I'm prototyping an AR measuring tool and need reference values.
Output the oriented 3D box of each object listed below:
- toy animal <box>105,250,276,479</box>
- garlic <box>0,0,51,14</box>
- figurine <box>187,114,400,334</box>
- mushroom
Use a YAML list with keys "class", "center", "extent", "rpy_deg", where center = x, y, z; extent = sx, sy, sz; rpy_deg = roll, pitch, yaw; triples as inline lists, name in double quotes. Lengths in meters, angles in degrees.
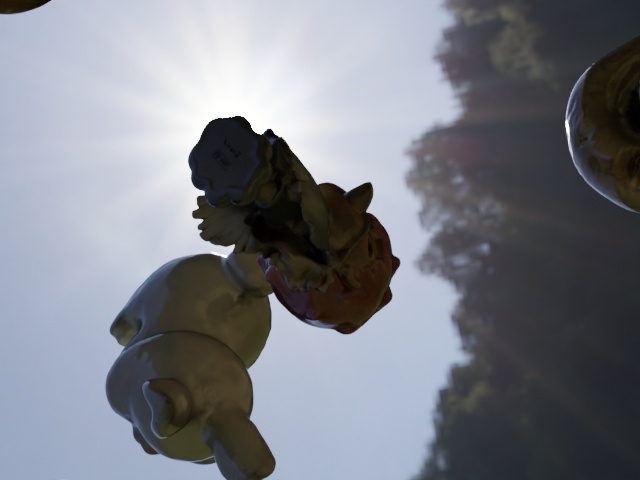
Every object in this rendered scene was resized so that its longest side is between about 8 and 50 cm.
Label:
- class: "toy animal"
  center: [-0.146, 0.162, 2.101]
  extent: [0.196, 0.241, 0.367]
  rpy_deg: [32, -152, -18]
- class: "garlic"
  center: [-0.325, -0.360, 1.860]
  extent: [0.191, 0.214, 0.160]
  rpy_deg: [21, -120, -46]
- class: "figurine"
  center: [0.000, 0.000, 1.811]
  extent: [0.207, 0.166, 0.387]
  rpy_deg: [45, -177, 41]
- class: "mushroom"
  center: [0.460, -0.182, 2.191]
  extent: [0.290, 0.293, 0.292]
  rpy_deg: [73, -161, -57]
